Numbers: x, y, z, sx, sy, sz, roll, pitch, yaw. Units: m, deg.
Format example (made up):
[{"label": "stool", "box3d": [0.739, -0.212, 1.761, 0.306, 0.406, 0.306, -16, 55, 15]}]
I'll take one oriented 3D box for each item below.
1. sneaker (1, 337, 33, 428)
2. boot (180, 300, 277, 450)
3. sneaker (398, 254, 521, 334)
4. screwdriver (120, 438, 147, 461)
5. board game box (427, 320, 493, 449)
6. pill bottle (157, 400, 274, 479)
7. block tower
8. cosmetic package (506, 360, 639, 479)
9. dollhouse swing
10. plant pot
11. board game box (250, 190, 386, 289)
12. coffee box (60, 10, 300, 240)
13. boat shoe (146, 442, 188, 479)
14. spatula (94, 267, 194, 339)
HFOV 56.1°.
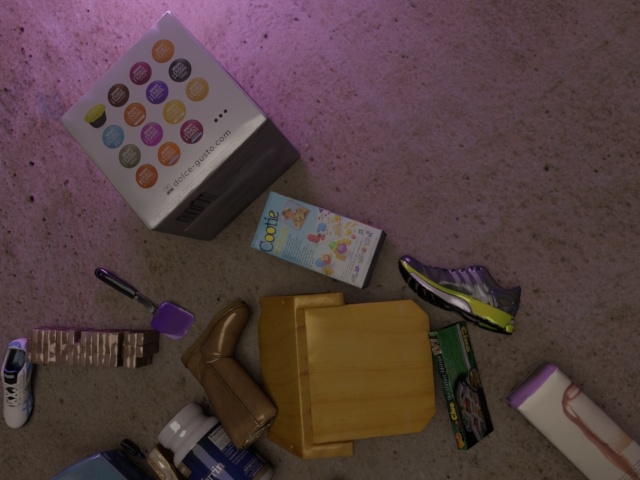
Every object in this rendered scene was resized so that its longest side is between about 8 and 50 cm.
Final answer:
[{"label": "sneaker", "box3d": [-0.802, 0.376, 1.575, 0.085, 0.086, 0.237, 4, 89, 9]}, {"label": "boot", "box3d": [-0.187, 0.314, 1.432, 0.236, 0.089, 0.269, -50, 63, 12]}, {"label": "sneaker", "box3d": [0.321, 0.104, 1.390, 0.299, 0.111, 0.121, 28, 75, 9]}, {"label": "screwdriver", "box3d": [-0.442, 0.566, 1.535, 0.170, 0.024, 0.025, 39, 123, 4]}, {"label": "board game box", "box3d": [0.318, 0.321, 1.354, 0.030, 0.136, 0.260, -19, 81, 43]}, {"label": "pill bottle", "box3d": [-0.252, 0.518, 1.433, 0.264, 0.153, 0.153, 41, 94, 11]}, {"label": "block tower", "box3d": [-0.590, 0.272, 1.538, 0.335, 0.097, 0.091, 0, 86, 11]}, {"label": "cosmetic package", "box3d": [0.563, 0.414, 1.293, 0.296, 0.153, 0.129, 44, 93, 8]}, {"label": "dollhouse swing", "box3d": [0.051, 0.292, 1.412, 0.304, 0.315, 0.347, -3, 86, -26]}, {"label": "plant pot", "box3d": [-0.543, 0.650, 1.440, 0.247, 0.248, 0.252, 39, 78, 10]}, {"label": "board game box", "box3d": [0.000, 0.000, 1.422, 0.275, 0.142, 0.144, 20, 91, 10]}, {"label": "coffee box", "box3d": [-0.302, -0.238, 1.391, 0.337, 0.338, 0.334, -42, 80, 5]}, {"label": "boat shoe", "box3d": [-0.371, 0.590, 1.499, 0.059, 0.063, 0.170, -45, 71, 8]}, {"label": "spatula", "box3d": [-0.465, 0.154, 1.553, 0.296, 0.030, 0.084, 31, 95, 10]}]
